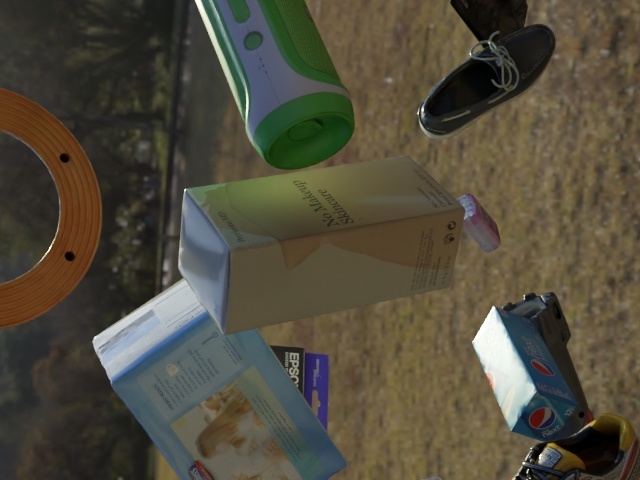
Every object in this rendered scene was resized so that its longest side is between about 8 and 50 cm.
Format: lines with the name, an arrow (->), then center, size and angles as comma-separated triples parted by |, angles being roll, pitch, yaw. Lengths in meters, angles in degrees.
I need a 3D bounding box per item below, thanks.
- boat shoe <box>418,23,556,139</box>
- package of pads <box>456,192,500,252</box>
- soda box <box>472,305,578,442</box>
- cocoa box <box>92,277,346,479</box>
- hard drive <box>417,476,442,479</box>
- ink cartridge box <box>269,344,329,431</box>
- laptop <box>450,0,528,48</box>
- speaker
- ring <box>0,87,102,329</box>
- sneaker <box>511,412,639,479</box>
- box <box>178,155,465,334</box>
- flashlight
boat shoe -> 0.255, -0.252, 1.749 | 0.095, 0.254, 0.079 | 57, 176, 14
package of pads -> 0.230, -0.025, 1.670 | 0.032, 0.083, 0.050 | -26, 42, 22
soda box -> 0.274, 0.180, 1.563 | 0.071, 0.067, 0.210 | -62, 19, 23
cocoa box -> -0.161, 0.256, 1.817 | 0.347, 0.231, 0.228 | 58, 171, -20
hard drive -> 0.120, 0.470, 1.517 | 0.353, 0.233, 0.047 | -120, 26, -52
ink cartridge box -> -0.081, 0.306, 2.212 | 0.045, 0.208, 0.206 | 126, 147, -66
laptop -> 0.228, -0.420, 1.872 | 0.136, 0.234, 0.264 | -48, 48, 2
speaker -> -0.062, -0.231, 1.322 | 0.131, 0.131, 0.296 | 116, 137, -55
ring -> -0.455, -0.045, 1.522 | 0.032, 0.336, 0.336 | -24, 63, 59
sneaker -> 0.183, 0.218, 0.979 | 0.088, 0.225, 0.092 | 31, 140, 48
box -> 0.000, 0.000, 1.376 | 0.148, 0.311, 0.121 | 48, 139, 45
flashlight -> 0.348, 0.228, 1.750 | 0.103, 0.103, 0.304 | -4, 122, 41
